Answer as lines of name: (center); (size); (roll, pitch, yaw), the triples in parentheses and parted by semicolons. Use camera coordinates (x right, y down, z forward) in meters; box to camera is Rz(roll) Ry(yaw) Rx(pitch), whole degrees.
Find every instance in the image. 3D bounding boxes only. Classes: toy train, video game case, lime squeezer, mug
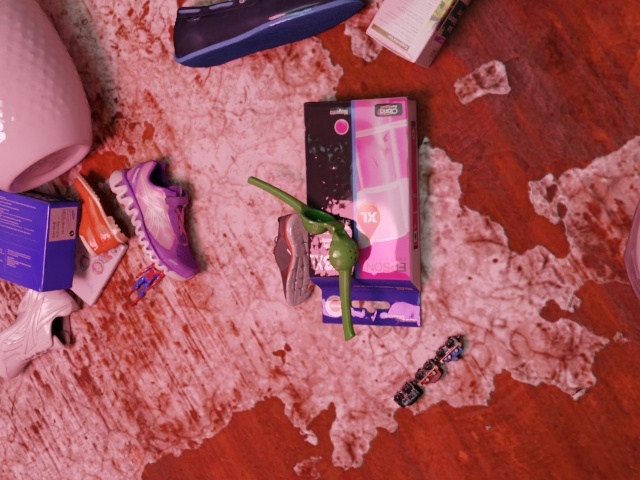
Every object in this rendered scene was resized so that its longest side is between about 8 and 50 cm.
toy train: (0.177, 0.212, 1.297); (0.036, 0.027, 0.158); (43, 109, 9)
video game case: (-0.453, 0.021, 1.531); (0.157, 0.019, 0.143); (38, 108, 14)
lime squeezer: (0.000, 0.000, 1.277); (0.310, 0.059, 0.110); (57, 144, 8)
mug: (-0.598, -0.235, 1.408); (0.374, 0.276, 0.328); (-33, 89, 0)

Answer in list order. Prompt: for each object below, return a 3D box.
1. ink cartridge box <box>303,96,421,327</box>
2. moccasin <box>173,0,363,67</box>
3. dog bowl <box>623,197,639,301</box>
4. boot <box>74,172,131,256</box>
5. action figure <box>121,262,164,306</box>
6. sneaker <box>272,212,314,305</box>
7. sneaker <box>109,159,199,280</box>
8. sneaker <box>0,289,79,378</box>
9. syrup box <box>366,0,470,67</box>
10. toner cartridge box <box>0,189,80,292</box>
ink cartridge box: (0.068, -0.040, 1.299); (0.176, 0.069, 0.370); (0, 98, 22)
moccasin: (-0.102, -0.372, 1.290); (0.342, 0.138, 0.116); (-10, 87, 21)
dog bowl: (0.584, 0.009, 1.076); (0.349, 0.102, 0.348); (2, 96, 22)
boot: (-0.421, -0.047, 1.478); (0.085, 0.059, 0.158); (-33, 77, 7)
action figure: (-0.318, 0.074, 1.480); (0.115, 0.030, 0.038); (-44, 74, 18)
sneaker: (-0.049, 0.030, 1.363); (0.065, 0.061, 0.157); (9, 99, 48)
sneaker: (-0.272, -0.043, 1.418); (0.105, 0.095, 0.236); (-32, 83, 14)
sneaker: (-0.542, 0.188, 1.549); (0.115, 0.090, 0.232); (37, 108, 11)
syrup box: (0.175, -0.382, 1.200); (0.096, 0.093, 0.236); (35, 107, 14)
toner cartridge box: (-0.603, -0.023, 1.523); (0.348, 0.075, 0.165); (14, 100, 31)
